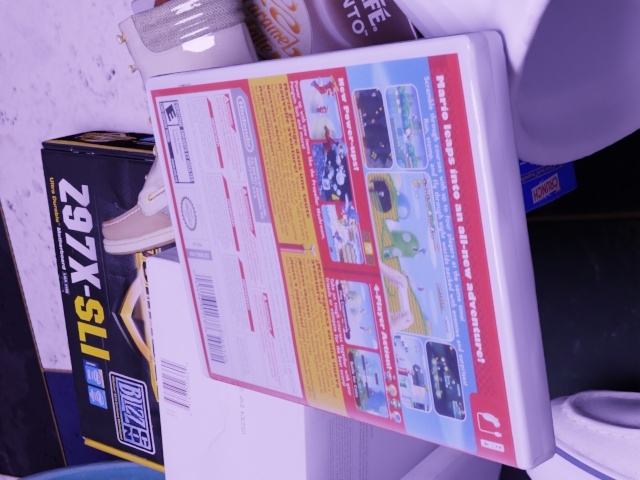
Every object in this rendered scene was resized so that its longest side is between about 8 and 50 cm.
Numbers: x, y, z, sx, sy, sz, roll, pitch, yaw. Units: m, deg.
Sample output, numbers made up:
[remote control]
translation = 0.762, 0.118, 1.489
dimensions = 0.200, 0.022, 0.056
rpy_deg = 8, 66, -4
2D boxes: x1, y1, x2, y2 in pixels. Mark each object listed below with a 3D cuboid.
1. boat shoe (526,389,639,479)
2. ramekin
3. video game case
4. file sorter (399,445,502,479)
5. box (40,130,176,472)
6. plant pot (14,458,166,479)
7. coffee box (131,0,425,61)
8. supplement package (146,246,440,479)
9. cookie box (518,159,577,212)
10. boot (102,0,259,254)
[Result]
[boat shoe]
translation = 0.294, 0.104, 0.621
dimensions = 0.367, 0.136, 0.157
rpy_deg = 8, 110, 34
[ramekin]
translation = 0.157, -0.186, 0.547
dimensions = 0.135, 0.277, 0.277
rpy_deg = 49, 130, 24
[video game case]
translation = 0.000, 0.000, 0.585
dimensions = 0.285, 0.025, 0.204
rpy_deg = 5, 109, 52
[file sorter]
translation = 0.140, 0.305, 0.780
dimensions = 0.173, 0.193, 0.278
rpy_deg = 16, 115, 32
[box]
translation = -0.137, 0.064, 0.997
dimensions = 0.257, 0.079, 0.322
rpy_deg = 10, 112, 38
[plant pot]
translation = -0.159, 0.409, 0.920
dimensions = 0.341, 0.341, 0.334
rpy_deg = 9, 100, 37
[coffee box]
translation = -0.014, -0.169, 0.798
dimensions = 0.246, 0.098, 0.141
rpy_deg = -19, 96, 42
[supplement package]
translation = -0.005, 0.087, 0.813
dimensions = 0.149, 0.203, 0.194
rpy_deg = 13, 112, 36
[cookie box]
translation = 0.130, -0.075, 0.720
dimensions = 0.040, 0.091, 0.107
rpy_deg = -2, 104, 42
[boot]
translation = -0.111, -0.086, 0.793
dimensions = 0.213, 0.077, 0.165
rpy_deg = -21, 97, 37
